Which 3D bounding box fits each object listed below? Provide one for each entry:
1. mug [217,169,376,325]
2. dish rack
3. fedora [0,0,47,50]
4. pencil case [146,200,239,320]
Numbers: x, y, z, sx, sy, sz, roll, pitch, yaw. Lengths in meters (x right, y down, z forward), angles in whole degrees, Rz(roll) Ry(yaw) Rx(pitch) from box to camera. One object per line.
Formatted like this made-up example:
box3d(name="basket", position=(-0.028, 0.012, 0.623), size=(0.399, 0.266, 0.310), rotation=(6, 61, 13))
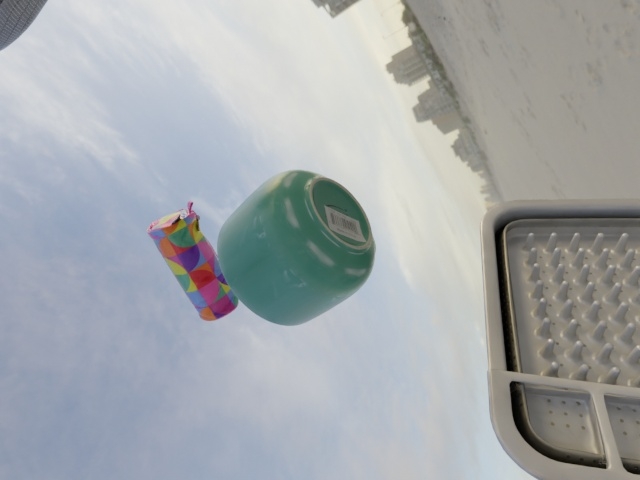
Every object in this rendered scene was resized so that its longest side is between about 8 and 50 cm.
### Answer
box3d(name="mug", position=(-0.007, -0.005, 0.379), size=(0.129, 0.097, 0.158), rotation=(50, -146, -3))
box3d(name="dish rack", position=(0.315, 0.090, 0.406), size=(0.072, 0.286, 0.332), rotation=(72, -155, -45))
box3d(name="fedora", position=(-0.314, -0.295, 0.345), size=(0.276, 0.243, 0.124), rotation=(33, -173, 36))
box3d(name="pencil case", position=(-0.247, 0.047, 0.808), size=(0.104, 0.105, 0.236), rotation=(-64, -43, -58))
